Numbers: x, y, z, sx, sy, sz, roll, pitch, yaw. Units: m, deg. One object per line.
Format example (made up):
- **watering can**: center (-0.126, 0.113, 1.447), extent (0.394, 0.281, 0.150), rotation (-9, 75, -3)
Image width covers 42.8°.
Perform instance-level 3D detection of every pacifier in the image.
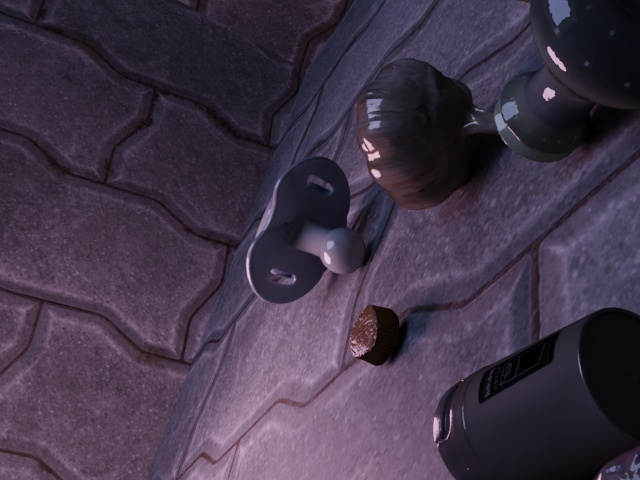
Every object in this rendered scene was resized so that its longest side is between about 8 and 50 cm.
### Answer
- **pacifier**: center (0.000, 0.000, 1.546), extent (0.233, 0.244, 0.299), rotation (26, 94, 47)

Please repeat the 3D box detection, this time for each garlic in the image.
- **garlic**: center (0.173, -0.159, 1.157), extent (0.212, 0.218, 0.218), rotation (-5, 54, 41)

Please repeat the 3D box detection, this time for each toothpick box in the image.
- **toothpick box**: center (0.183, 0.135, 0.645), extent (0.180, 0.111, 0.111), rotation (-44, 23, 51)

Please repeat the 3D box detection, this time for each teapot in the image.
- **teapot**: center (0.272, -0.179, 0.822), extent (0.251, 0.183, 0.183), rotation (115, 176, -65)

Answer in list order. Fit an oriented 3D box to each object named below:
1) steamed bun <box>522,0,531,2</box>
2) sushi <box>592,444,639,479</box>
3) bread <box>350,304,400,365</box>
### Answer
- **steamed bun**: center (0.321, -0.504, 1.152), extent (0.324, 0.206, 0.324), rotation (-56, 15, 24)
- **sushi**: center (0.227, 0.166, 0.421), extent (0.241, 0.107, 0.161), rotation (-46, 21, 31)
- **bread**: center (0.083, 0.137, 1.167), extent (0.085, 0.053, 0.085), rotation (-47, 32, 44)
